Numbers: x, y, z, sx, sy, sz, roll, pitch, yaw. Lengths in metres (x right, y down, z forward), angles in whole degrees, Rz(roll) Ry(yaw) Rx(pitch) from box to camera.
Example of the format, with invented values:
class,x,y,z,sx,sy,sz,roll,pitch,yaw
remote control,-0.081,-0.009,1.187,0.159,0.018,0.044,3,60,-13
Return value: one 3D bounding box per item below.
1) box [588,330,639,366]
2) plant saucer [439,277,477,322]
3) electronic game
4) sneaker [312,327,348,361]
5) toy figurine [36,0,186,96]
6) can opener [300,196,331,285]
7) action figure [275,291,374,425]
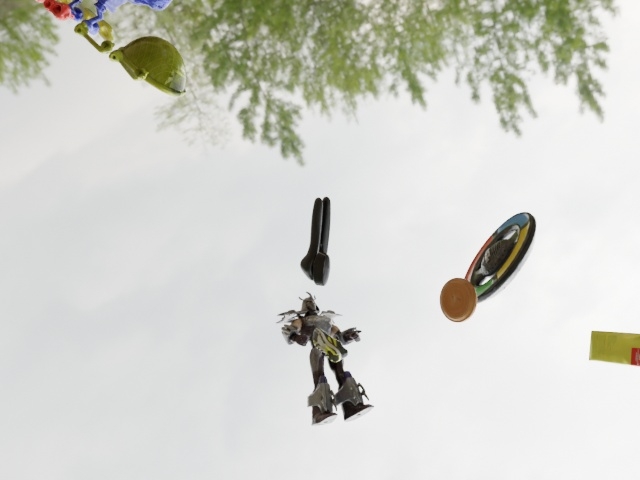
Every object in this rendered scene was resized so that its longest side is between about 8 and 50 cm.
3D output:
class,x,y,z,sx,sy,sz,roll,pitch,yaw
box,0.553,0.186,1.169,0.087,0.058,0.232,10,173,-17
plant saucer,0.253,0.110,1.310,0.013,0.083,0.083,5,-176,-41
electronic game,0.371,0.037,1.483,0.229,0.048,0.229,-55,-174,9
sneaker,0.017,0.188,1.274,0.035,0.031,0.083,-2,-144,-41
toy figurine,-0.315,-0.419,1.107,0.217,0.362,0.191,-52,170,7
can opener,0.000,0.000,1.479,0.073,0.186,0.059,9,-173,30
action figure,0.011,0.231,1.459,0.185,0.099,0.285,-1,-121,-28
